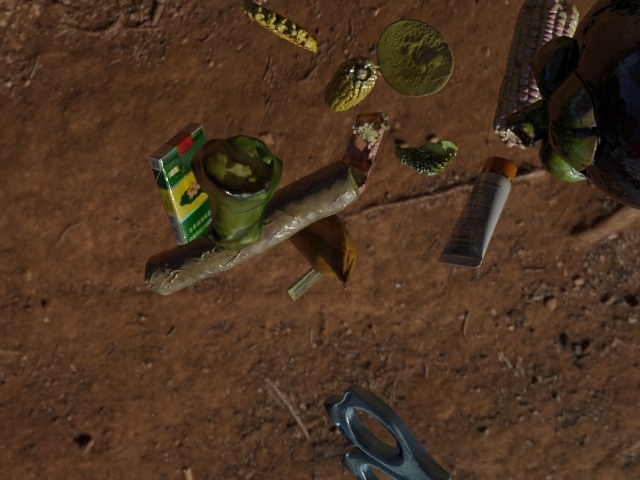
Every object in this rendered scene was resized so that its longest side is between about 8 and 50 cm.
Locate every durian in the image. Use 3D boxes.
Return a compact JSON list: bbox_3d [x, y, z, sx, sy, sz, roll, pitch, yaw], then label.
[{"bbox_3d":[0.288,-0.228,1.916,0.137,0.221,0.095,-8,86,37],"label":"durian"}]

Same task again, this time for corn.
[{"bbox_3d":[0.064,-0.360,1.613,0.091,0.260,0.091,15,84,-9],"label":"corn"},{"bbox_3d":[0.449,-0.362,1.465,0.127,0.126,0.335,20,86,-5],"label":"corn"}]

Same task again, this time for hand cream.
[{"bbox_3d":[0.422,-0.071,1.802,0.089,0.314,0.140,39,164,-34],"label":"hand cream"}]

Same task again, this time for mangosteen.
[{"bbox_3d":[0.412,-0.169,0.858,0.301,0.300,0.300,5,125,6],"label":"mangosteen"}]

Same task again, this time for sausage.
[{"bbox_3d":[0.000,-0.005,1.365,0.112,0.328,0.112,-12,122,-20],"label":"sausage"}]

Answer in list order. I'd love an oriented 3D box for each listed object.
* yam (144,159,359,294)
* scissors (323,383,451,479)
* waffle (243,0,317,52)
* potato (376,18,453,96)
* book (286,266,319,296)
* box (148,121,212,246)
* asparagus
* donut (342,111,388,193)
[{"bbox_3d":[-0.105,-0.015,1.027,0.357,0.081,0.081,-25,118,13],"label":"yam"},{"bbox_3d":[0.144,0.269,0.691,0.360,0.029,0.191,22,135,42],"label":"scissors"},{"bbox_3d":[-0.086,-0.468,1.502,0.191,0.191,0.038,26,101,-9],"label":"waffle"},{"bbox_3d":[0.253,-0.456,1.740,0.204,0.158,0.178,24,110,16],"label":"potato"},{"bbox_3d":[-0.008,0.069,1.563,0.168,0.192,0.013,-42,81,-5],"label":"book"},{"bbox_3d":[-0.257,-0.099,1.357,0.034,0.132,0.235,16,136,26],"label":"box"},{"bbox_3d":[-0.094,-0.042,0.778,0.082,0.085,0.343,26,168,0],"label":"asparagus"},{"bbox_3d":[0.101,-0.222,1.768,0.085,0.199,0.232,19,95,1],"label":"donut"}]
